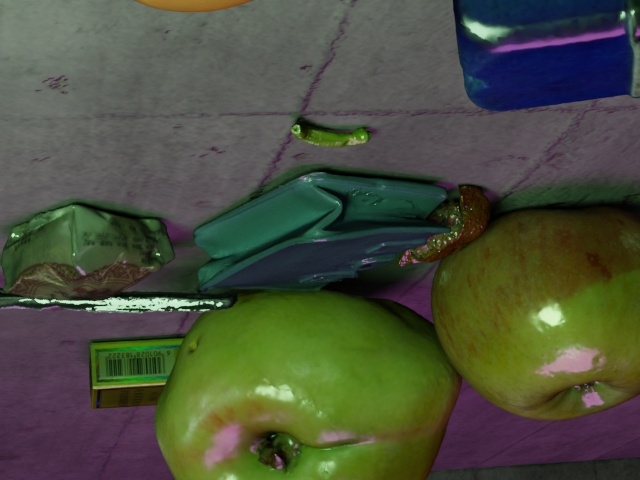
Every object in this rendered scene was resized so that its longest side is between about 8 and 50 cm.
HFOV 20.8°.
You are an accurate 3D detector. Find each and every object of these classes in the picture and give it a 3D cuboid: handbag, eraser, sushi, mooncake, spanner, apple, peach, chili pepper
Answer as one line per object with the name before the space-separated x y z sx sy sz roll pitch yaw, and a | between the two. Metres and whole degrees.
handbag | 0.000 0.000 1.640 0.179 0.062 0.229 3 164 -34
eraser | 0.252 -0.159 1.107 0.332 0.101 0.155 -7 166 8
sushi | 0.115 -0.010 1.662 0.055 0.052 0.120 4 161 -28
mooncake | -0.218 0.019 1.616 0.130 0.073 0.125 -17 162 40
spanner | -0.244 0.057 1.705 0.325 0.026 0.093 1 -166 1
apple | 0.234 0.071 1.732 0.261 0.194 0.261 -6 157 -3
peach | -0.014 0.182 1.843 0.314 0.281 0.315 8 -172 1
chili pepper | 0.006 -0.088 1.420 0.083 0.017 0.030 2 162 -34

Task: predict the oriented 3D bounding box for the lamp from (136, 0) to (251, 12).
lamp | -0.062 -0.189 0.739 0.164 0.187 0.188 -18 160 31

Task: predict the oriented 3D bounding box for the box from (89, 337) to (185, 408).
box | -0.173 0.161 2.146 0.220 0.064 0.141 -1 164 -8
